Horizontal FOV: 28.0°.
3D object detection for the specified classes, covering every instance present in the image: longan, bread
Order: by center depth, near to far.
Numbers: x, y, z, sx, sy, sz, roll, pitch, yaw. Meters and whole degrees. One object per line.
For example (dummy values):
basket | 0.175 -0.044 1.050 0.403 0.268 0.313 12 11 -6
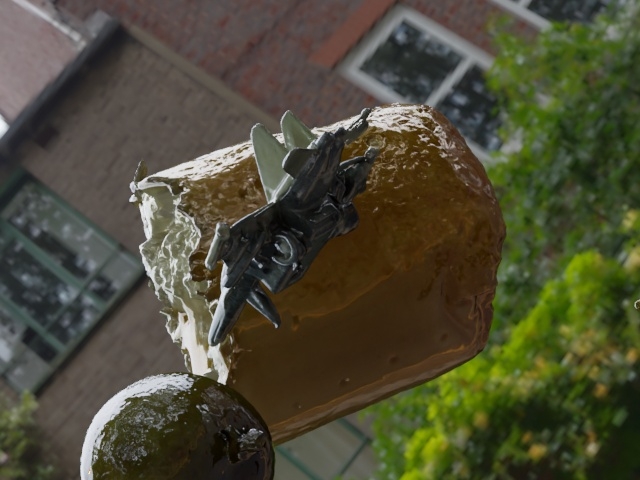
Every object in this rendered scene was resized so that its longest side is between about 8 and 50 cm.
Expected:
longan | -0.105 0.173 1.014 0.155 0.176 0.145 -45 -67 -52
bread | 0.000 0.000 1.412 0.394 0.361 0.250 -22 -34 -5

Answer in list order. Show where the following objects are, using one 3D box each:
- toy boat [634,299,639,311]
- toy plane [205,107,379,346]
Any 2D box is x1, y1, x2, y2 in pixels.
toy boat | 0.454 0.080 1.233 0.141 0.318 0.099 21 -87 -52
toy plane | -0.033 0.010 1.007 0.192 0.088 0.262 -30 -31 -44
